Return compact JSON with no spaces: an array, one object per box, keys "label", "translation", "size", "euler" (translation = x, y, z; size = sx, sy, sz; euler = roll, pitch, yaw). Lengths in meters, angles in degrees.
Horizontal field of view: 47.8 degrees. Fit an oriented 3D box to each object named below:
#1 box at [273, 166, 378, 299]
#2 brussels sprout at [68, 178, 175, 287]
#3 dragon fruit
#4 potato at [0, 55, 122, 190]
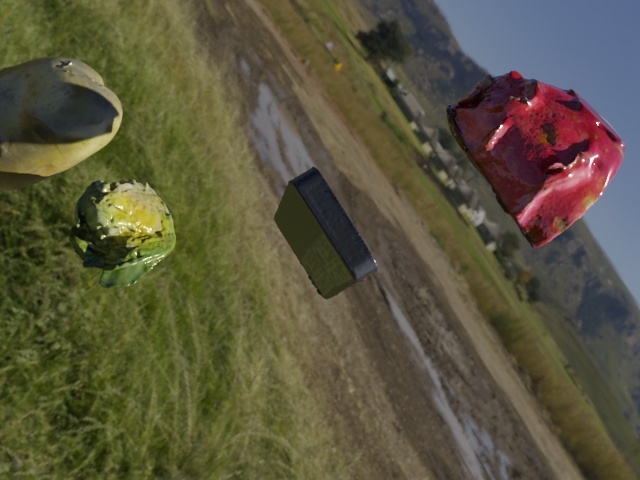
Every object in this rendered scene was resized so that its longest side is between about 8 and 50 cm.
[{"label":"box","translation":[0.000,0.000,1.353],"size":[0.211,0.058,0.350],"euler":[57,-13,3]},{"label":"brussels sprout","translation":[-0.266,-0.017,0.978],"size":[0.139,0.101,0.181],"euler":[23,19,-18]},{"label":"dragon fruit","translation":[0.244,-0.117,0.831],"size":[0.262,0.189,0.163],"euler":[-79,158,-66]},{"label":"potato","translation":[-0.439,-0.167,1.055],"size":[0.141,0.296,0.192],"euler":[88,-19,-58]}]
